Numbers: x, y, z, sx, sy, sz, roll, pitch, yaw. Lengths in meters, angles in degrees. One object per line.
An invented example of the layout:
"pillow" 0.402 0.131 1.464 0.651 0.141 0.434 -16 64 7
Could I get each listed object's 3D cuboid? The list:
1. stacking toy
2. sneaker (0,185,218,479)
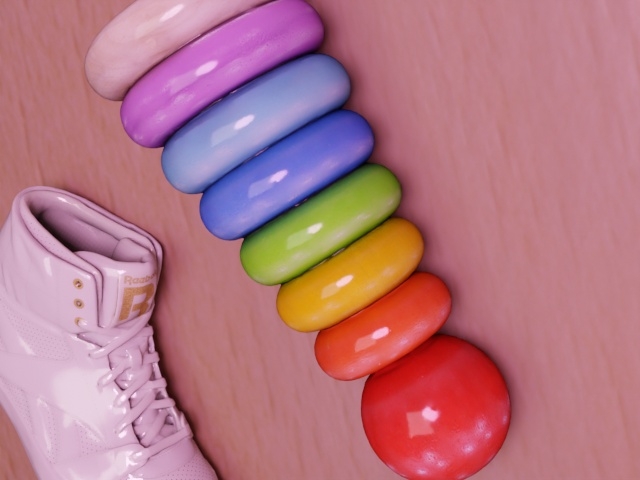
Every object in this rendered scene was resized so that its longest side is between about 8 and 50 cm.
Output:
"stacking toy" 0.000 0.000 0.649 0.141 0.141 0.330 -29 92 36
"sneaker" -0.147 0.093 0.782 0.292 0.108 0.169 45 127 15
